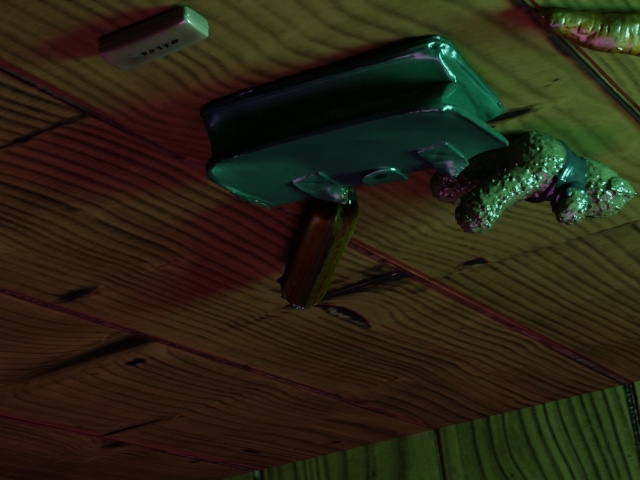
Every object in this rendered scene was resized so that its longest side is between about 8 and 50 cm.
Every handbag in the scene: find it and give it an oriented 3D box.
[{"bbox_3d":[0.040,-0.123,1.760,0.326,0.089,0.238,-15,160,23],"label":"handbag"}]

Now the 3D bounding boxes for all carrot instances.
[{"bbox_3d":[0.349,-0.228,1.627,0.248,0.059,0.059,2,158,-16],"label":"carrot"}]

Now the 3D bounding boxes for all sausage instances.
[{"bbox_3d":[0.000,0.000,2.106,0.082,0.082,0.371,-3,159,-11],"label":"sausage"}]

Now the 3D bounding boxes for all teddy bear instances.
[{"bbox_3d":[0.281,-0.078,1.921,0.251,0.182,0.129,0,123,-15],"label":"teddy bear"}]

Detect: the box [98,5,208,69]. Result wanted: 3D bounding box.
[{"bbox_3d":[-0.174,-0.208,1.541,0.115,0.025,0.048,-17,159,25],"label":"box"}]
